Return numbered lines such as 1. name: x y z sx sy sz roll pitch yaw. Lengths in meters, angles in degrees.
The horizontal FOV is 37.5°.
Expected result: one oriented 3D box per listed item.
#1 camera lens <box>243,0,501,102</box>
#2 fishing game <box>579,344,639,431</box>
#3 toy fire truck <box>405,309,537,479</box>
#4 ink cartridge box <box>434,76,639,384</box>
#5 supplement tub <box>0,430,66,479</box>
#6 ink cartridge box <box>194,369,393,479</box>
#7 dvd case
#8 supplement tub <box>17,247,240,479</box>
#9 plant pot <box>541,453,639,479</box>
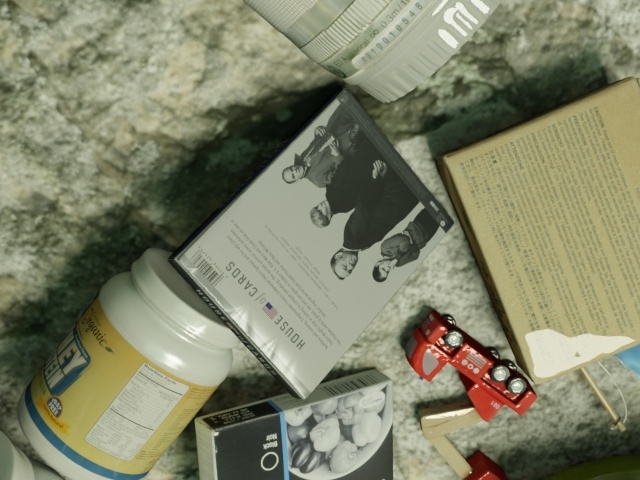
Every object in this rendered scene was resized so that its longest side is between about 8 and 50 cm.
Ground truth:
1. camera lens: 0.012 -0.273 0.755 0.274 0.219 0.219 39 100 -14
2. fishing game: 0.376 0.066 0.964 0.264 0.041 0.189 -29 92 4
3. toy fire truck: 0.150 0.176 0.989 0.192 0.047 0.135 36 102 -13
4. ink cartridge box: 0.242 -0.010 0.899 0.193 0.088 0.235 -22 94 1
5. supplement tub: -0.294 0.350 0.869 0.235 0.235 0.325 -21 124 2
6. ink cartridge box: -0.019 0.254 0.960 0.206 0.045 0.208 -11 110 -28
7. dvd case: 0.000 0.000 0.875 0.239 0.029 0.179 -47 107 -22
8. supplement tub: -0.175 0.121 0.895 0.144 0.144 0.200 36 100 -14
9. plant pot: 0.345 0.418 0.943 0.366 0.366 0.353 -11 96 -1
